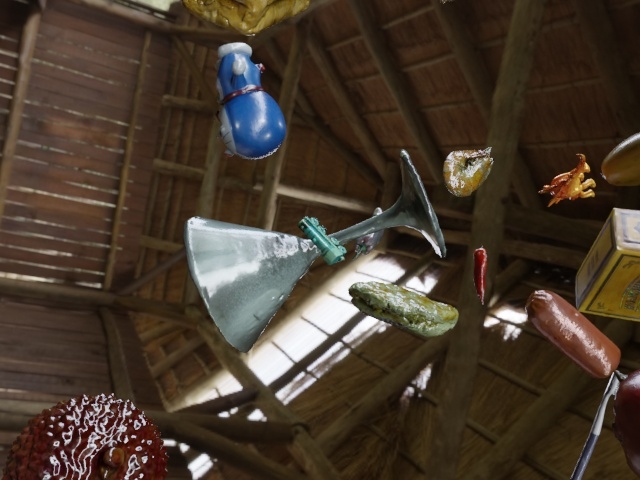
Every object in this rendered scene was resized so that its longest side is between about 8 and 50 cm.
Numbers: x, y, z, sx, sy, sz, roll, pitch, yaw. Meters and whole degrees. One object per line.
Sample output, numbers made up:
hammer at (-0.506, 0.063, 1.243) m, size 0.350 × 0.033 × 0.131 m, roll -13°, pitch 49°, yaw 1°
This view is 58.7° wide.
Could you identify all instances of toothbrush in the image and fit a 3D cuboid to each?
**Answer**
toothbrush at (0.481, 0.362, 1.011) m, size 0.026 × 0.024 × 0.287 m, roll 23°, pitch -76°, yaw 28°

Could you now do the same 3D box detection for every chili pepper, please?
chili pepper at (0.443, 0.092, 1.587) m, size 0.045 × 0.027 × 0.178 m, roll -30°, pitch -129°, yaw 58°
chili pepper at (0.100, -0.014, 1.110) m, size 0.050 × 0.041 × 0.153 m, roll -12°, pitch -152°, yaw 35°

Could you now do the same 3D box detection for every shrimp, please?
shrimp at (0.392, -0.196, 1.491) m, size 0.217 × 0.115 × 0.051 m, roll -39°, pitch -166°, yaw -31°

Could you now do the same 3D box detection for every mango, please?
mango at (0.757, -0.201, 1.275) m, size 0.253 × 0.139 × 0.113 m, roll -33°, pitch -110°, yaw 52°

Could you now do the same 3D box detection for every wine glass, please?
wine glass at (-0.002, 0.011, 1.008) m, size 0.407 × 0.267 × 0.267 m, roll -21°, pitch -135°, yaw 8°

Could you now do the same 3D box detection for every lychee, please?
lychee at (-0.186, 0.186, 0.441) m, size 0.129 × 0.123 × 0.123 m, roll -27°, pitch -133°, yaw 20°

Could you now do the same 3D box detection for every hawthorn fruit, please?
hawthorn fruit at (0.436, 0.226, 0.719) m, size 0.172 × 0.148 × 0.148 m, roll 56°, pitch -50°, yaw 39°

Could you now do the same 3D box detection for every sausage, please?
sausage at (0.625, 0.228, 1.432) m, size 0.113 × 0.259 × 0.113 m, roll -49°, pitch 180°, yaw 0°

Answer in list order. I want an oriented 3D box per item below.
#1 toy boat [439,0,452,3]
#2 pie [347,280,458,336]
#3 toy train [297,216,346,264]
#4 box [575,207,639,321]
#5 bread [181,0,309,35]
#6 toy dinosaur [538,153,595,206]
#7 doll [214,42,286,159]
toy boat at (0.240, -0.463, 0.873) m, size 0.206 × 0.065 × 0.072 m, roll -56°, pitch -175°, yaw 13°
pie at (0.175, 0.152, 1.280) m, size 0.248 × 0.201 × 0.089 m, roll 18°, pitch -84°, yaw 37°
toy train at (0.000, 0.000, 0.873) m, size 0.092 × 0.045 × 0.029 m, roll 47°, pitch -65°, yaw 13°
box at (0.579, 0.057, 0.877) m, size 0.192 × 0.302 × 0.083 m, roll 84°, pitch 18°, yaw -53°
bread at (-0.082, -0.326, 0.723) m, size 0.211 × 0.114 × 0.083 m, roll -56°, pitch 166°, yaw -55°
toy dinosaur at (0.566, -0.126, 1.314) m, size 0.117 × 0.288 × 0.070 m, roll -28°, pitch -110°, yaw 18°
doll at (-0.178, -0.311, 1.296) m, size 0.215 × 0.161 × 0.256 m, roll 123°, pitch -52°, yaw -84°
